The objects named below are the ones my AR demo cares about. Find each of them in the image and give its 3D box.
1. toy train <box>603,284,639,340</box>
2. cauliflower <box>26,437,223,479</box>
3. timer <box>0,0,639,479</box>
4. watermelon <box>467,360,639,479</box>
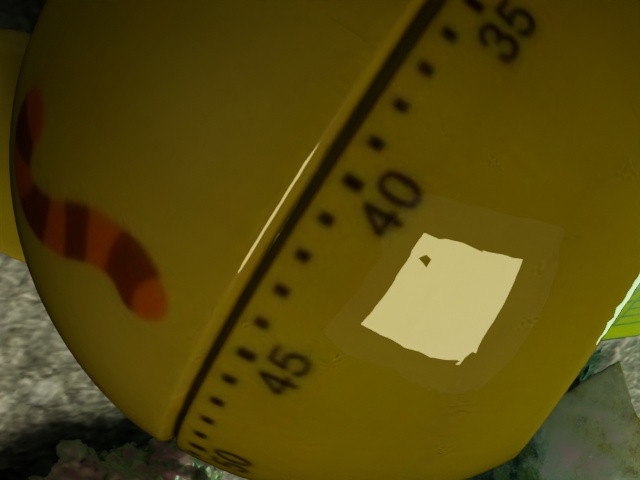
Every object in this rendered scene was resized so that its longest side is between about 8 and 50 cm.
[{"bbox_3d":[0.295,-0.049,1.027,0.442,0.179,0.272,-5,146,-30],"label":"toy train"},{"bbox_3d":[-0.195,0.271,1.119,0.256,0.239,0.315,3,170,-19],"label":"cauliflower"},{"bbox_3d":[-0.016,-0.068,0.690,0.376,0.387,0.376,-56,174,-9],"label":"timer"},{"bbox_3d":[0.248,0.254,1.407,0.256,0.176,0.260,10,148,15],"label":"watermelon"}]
